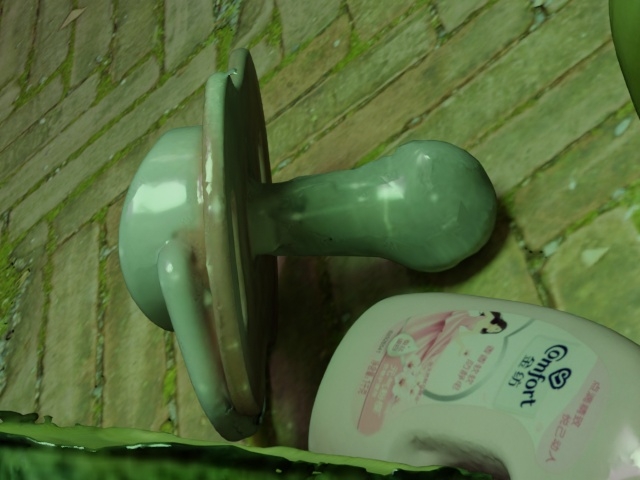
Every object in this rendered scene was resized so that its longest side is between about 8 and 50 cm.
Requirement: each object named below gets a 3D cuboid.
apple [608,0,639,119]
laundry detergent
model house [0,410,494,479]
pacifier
[{"bbox_3d":[0.279,-0.115,0.657,0.262,0.262,0.262,-30,36,25],"label":"apple"},{"bbox_3d":[0.129,0.116,0.726,0.335,0.088,0.159,11,73,53],"label":"laundry detergent"},{"bbox_3d":[-0.094,0.229,0.684,0.321,0.261,0.266,0,84,39],"label":"model house"},{"bbox_3d":[-0.031,-0.014,0.934,0.273,0.220,0.332,-40,10,10],"label":"pacifier"}]
